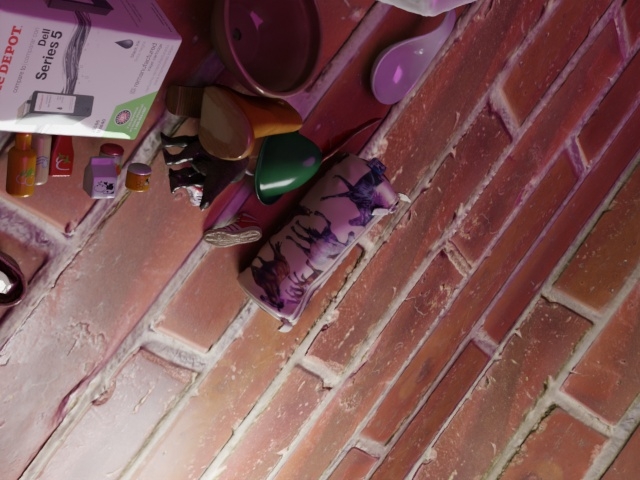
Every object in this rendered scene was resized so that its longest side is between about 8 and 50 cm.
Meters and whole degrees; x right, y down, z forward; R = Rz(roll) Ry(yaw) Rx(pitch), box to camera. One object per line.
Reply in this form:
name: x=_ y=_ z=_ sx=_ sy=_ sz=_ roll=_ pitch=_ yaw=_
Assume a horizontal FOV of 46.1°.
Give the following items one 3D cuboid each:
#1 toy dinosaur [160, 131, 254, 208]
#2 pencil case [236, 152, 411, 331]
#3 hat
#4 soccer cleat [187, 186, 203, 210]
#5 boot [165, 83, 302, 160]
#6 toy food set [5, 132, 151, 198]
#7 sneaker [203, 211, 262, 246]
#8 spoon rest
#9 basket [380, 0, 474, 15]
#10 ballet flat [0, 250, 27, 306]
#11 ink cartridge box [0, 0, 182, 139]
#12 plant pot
toy dinosaur: x=-0.189 y=-0.140 z=1.310 sx=0.160 sy=0.313 sz=0.121 roll=-12 pitch=105 yaw=-9
pencil case: x=0.000 y=0.000 z=1.624 sx=0.410 sy=0.183 sz=0.160 roll=-50 pitch=142 yaw=-6
hat: x=-0.007 y=-0.144 z=1.477 sx=0.173 sy=0.183 sz=0.208 roll=-39 pitch=142 yaw=-55
soccer cleat: x=-0.239 y=-0.086 z=1.436 sx=0.035 sy=0.029 sz=0.083 roll=-55 pitch=146 yaw=-8
boot: x=-0.113 y=-0.206 z=1.269 sx=0.211 sy=0.295 sz=0.104 roll=0 pitch=113 yaw=-35
toy food set: x=-0.380 y=-0.136 z=1.184 sx=0.232 sy=0.111 sz=0.104 roll=-4 pitch=119 yaw=-37
sneaker: x=-0.182 y=-0.024 z=1.537 sx=0.118 sy=0.067 sz=0.042 roll=-5 pitch=127 yaw=-10
spoon rest: x=0.203 y=-0.416 z=1.621 sx=0.276 sy=0.084 sz=0.137 roll=-55 pitch=141 yaw=-2
basket: x=0.203 y=-0.582 z=1.297 sx=0.331 sy=0.328 sz=0.266 roll=-27 pitch=128 yaw=-21
ballet flat: x=-0.554 y=0.010 z=1.112 sx=0.107 sy=0.106 sz=0.316 roll=-52 pitch=141 yaw=-5
ink cartridge box: x=-0.368 y=-0.257 z=1.068 sx=0.273 sy=0.115 sz=0.198 roll=-4 pitch=140 yaw=-45
plant pot: x=-0.111 y=-0.360 z=1.284 sx=0.237 sy=0.109 sz=0.237 roll=-5 pitch=97 yaw=-50
